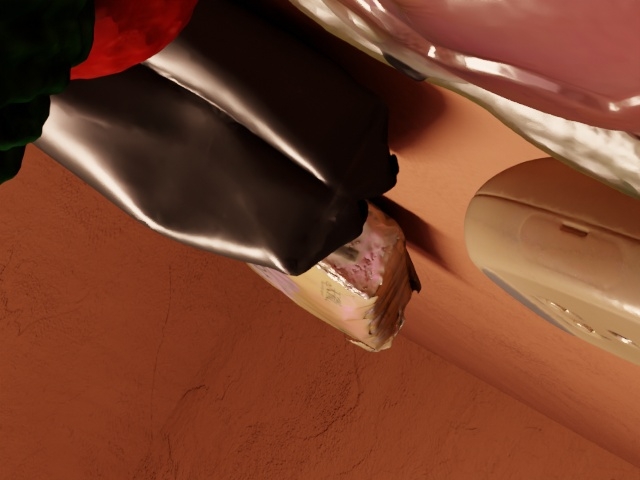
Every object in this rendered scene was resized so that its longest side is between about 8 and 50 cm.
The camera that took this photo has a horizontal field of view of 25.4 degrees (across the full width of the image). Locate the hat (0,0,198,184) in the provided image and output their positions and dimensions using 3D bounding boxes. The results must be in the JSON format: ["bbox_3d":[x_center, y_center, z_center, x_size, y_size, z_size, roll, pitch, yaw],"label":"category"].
[{"bbox_3d":[-0.181,-0.142,0.636,0.242,0.274,0.332,28,-159,20],"label":"hat"}]

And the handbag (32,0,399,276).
[{"bbox_3d":[-0.093,-0.099,0.977,0.342,0.152,0.288,32,-173,10],"label":"handbag"}]

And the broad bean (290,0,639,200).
[{"bbox_3d":[0.062,-0.081,0.529,0.339,0.061,0.077,31,168,8],"label":"broad bean"}]

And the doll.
[{"bbox_3d":[0.043,-0.089,0.370,0.262,0.093,0.211,27,180,24],"label":"doll"}]

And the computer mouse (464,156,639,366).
[{"bbox_3d":[0.173,0.018,0.714,0.145,0.082,0.236,36,172,-31],"label":"computer mouse"}]

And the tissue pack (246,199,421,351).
[{"bbox_3d":[0.000,0.000,1.468,0.215,0.123,0.256,33,169,14],"label":"tissue pack"}]
